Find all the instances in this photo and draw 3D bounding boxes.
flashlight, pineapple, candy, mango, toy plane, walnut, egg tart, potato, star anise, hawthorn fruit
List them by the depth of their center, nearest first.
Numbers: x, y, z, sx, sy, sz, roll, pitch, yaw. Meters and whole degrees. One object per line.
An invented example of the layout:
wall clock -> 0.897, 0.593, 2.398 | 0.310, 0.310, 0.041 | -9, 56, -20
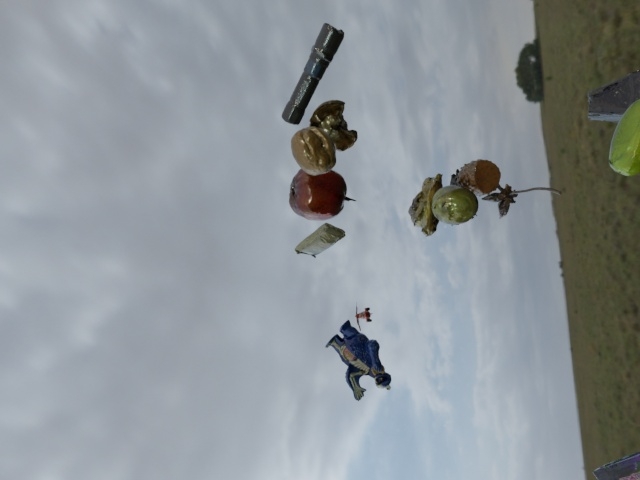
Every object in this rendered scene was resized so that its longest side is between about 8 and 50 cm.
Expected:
mango -> 0.624, -0.203, 0.835 | 0.091, 0.074, 0.165 | -156, 90, -81
candy -> 0.792, 0.517, 1.006 | 0.088, 0.312, 0.061 | -1, -130, -27
walnut -> -0.022, -0.290, 1.400 | 0.166, 0.149, 0.166 | 23, -129, -33
potato -> 0.490, -0.124, 1.570 | 0.143, 0.169, 0.248 | -67, -14, 8
star anise -> 0.782, -0.160, 1.693 | 0.227, 0.218, 0.148 | -89, -9, -85
flashlight -> -0.037, -0.662, 1.750 | 0.103, 0.103, 0.424 | -29, -26, -58
egg tart -> 0.444, -0.152, 1.816 | 0.297, 0.132, 0.297 | 15, -90, -70
pineapple -> 0.633, -0.257, 1.831 | 0.279, 0.158, 0.158 | -173, 76, -79
hawthorn fruit -> 0.016, -0.200, 1.908 | 0.300, 0.254, 0.254 | 12, -109, -18
toy plane -> 0.197, 0.357, 1.976 | 0.194, 0.077, 0.126 | 82, -179, -56
walnut -> 0.047, -0.529, 2.012 | 0.141, 0.204, 0.238 | -114, -1, -70

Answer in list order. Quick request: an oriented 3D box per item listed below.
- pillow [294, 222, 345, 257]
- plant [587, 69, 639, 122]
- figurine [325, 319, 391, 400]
pillow -> 0.000, 0.000, 1.700 | 0.119, 0.208, 0.053 | 25, -138, -36
plant -> 1.051, -0.476, 1.451 | 0.142, 0.256, 0.164 | 7, -93, -50
figurine -> 0.143, 0.398, 1.457 | 0.262, 0.164, 0.121 | 57, -161, 18
